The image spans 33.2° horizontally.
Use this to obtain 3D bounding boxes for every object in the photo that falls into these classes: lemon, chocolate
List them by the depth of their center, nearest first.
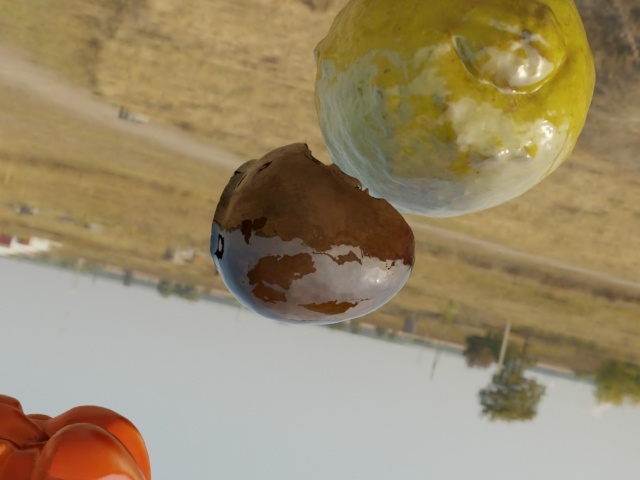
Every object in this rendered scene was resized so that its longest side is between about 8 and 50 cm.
[{"bbox_3d":[0.000,0.000,0.766,0.133,0.127,0.124,8,164,24],"label":"chocolate"},{"bbox_3d":[0.126,-0.157,1.075,0.285,0.285,0.316,13,-163,-8],"label":"lemon"}]

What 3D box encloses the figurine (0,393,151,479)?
[{"bbox_3d":[-0.267,0.234,0.574,0.411,0.241,0.306,-29,168,38],"label":"figurine"}]
